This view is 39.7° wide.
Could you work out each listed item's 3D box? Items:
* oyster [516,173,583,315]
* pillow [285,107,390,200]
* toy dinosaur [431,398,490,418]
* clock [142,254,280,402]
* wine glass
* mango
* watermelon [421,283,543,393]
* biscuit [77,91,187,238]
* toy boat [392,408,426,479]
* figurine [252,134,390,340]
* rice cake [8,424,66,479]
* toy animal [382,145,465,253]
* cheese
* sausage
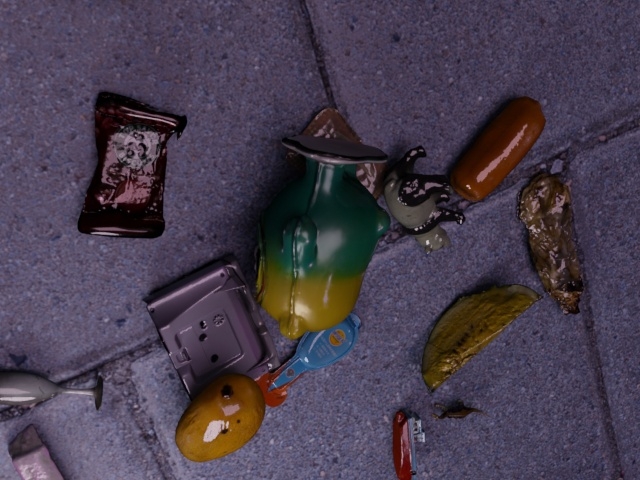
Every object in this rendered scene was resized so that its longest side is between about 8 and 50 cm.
[{"bbox_3d":[0.510,0.017,1.891,0.128,0.078,0.345,-29,112,-23],"label":"oyster"},{"bbox_3d":[0.041,-0.140,1.654,0.211,0.034,0.135,41,85,-29],"label":"pillow"},{"bbox_3d":[0.292,0.366,1.911,0.180,0.058,0.037,-2,114,-36],"label":"toy dinosaur"},{"bbox_3d":[-0.192,0.173,1.617,0.186,0.083,0.253,-27,114,-14],"label":"clock"},{"bbox_3d":[-0.479,0.260,1.529,0.198,0.066,0.066,7,102,-26],"label":"wine glass"},{"bbox_3d":[-0.179,0.332,1.593,0.157,0.109,0.262,-22,153,-31],"label":"mango"},{"bbox_3d":[0.319,0.192,1.820,0.301,0.129,0.123,-40,114,-2],"label":"watermelon"},{"bbox_3d":[-0.315,-0.120,1.486,0.151,0.063,0.235,8,99,-26],"label":"biscuit"},{"bbox_3d":[0.188,0.436,1.869,0.058,0.069,0.173,-5,103,-14],"label":"toy boat"},{"bbox_3d":[0.000,0.000,1.543,0.231,0.323,0.340,14,106,14],"label":"figurine"},{"bbox_3d":[-0.465,0.498,1.610,0.072,0.056,0.365,-25,114,-17],"label":"rice cake"},{"bbox_3d":[0.198,-0.066,1.707,0.121,0.094,0.225,-35,135,0],"label":"toy animal"},{"bbox_3d":[-0.024,0.227,1.734,0.256,0.037,0.106,-38,115,-8],"label":"cheese"},{"bbox_3d":[0.355,-0.180,1.749,0.098,0.098,0.238,41,88,-28],"label":"sausage"}]
